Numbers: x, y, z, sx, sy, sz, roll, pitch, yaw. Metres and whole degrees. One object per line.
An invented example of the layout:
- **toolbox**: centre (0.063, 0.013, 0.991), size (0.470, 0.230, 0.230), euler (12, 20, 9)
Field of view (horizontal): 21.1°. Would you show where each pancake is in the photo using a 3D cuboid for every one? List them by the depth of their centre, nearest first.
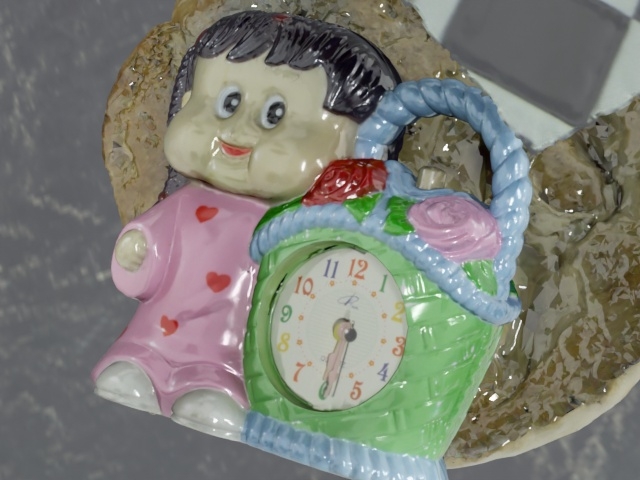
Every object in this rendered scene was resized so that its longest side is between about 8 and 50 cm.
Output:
- **pancake**: centre (0.058, -0.048, 1.033), size (0.387, 0.387, 0.082), euler (-31, 163, 2)

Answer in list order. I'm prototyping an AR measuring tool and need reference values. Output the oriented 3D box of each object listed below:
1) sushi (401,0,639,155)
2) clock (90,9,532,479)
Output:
- **sushi**: centre (0.088, -0.183, 0.692), size (0.292, 0.294, 0.059), euler (-31, 164, -30)
- **clock**: centre (0.000, 0.000, 0.778), size (0.100, 0.194, 0.195), euler (19, 85, -62)
